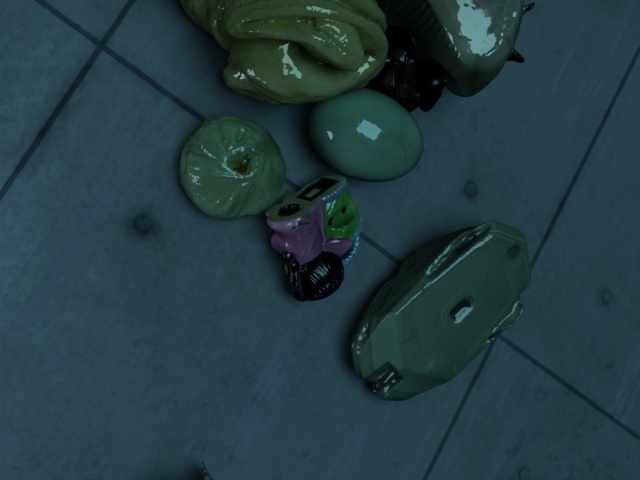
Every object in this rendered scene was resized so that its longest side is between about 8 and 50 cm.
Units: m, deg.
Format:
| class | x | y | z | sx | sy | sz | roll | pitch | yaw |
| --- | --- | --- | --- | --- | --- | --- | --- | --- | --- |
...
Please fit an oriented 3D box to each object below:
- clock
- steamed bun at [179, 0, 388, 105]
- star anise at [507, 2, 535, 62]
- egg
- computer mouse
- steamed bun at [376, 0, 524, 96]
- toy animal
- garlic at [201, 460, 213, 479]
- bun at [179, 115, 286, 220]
| class | x | y | z | sx | sy | sz | roll | pitch | yaw |
| --- | --- | --- | --- | --- | --- | --- | --- | --- | --- |
| clock | 0.000 | 0.000 | 1.726 | 0.194 | 0.100 | 0.195 | -35 | 123 | -32 |
| steamed bun | -0.071 | -0.374 | 1.572 | 0.372 | 0.324 | 0.230 | 54 | 34 | -19 |
| star anise | 0.298 | -0.431 | 1.884 | 0.272 | 0.102 | 0.272 | 0 | 82 | 2 |
| egg | 0.086 | -0.196 | 1.736 | 0.230 | 0.168 | 0.168 | 21 | 81 | -21 |
| computer mouse | 0.234 | 0.127 | 1.831 | 0.429 | 0.145 | 0.228 | -43 | 116 | -8 |
| steamed bun | 0.237 | -0.478 | 1.717 | 0.236 | 0.247 | 0.383 | -39 | 81 | -8 |
| toy animal | 0.157 | -0.318 | 1.775 | 0.116 | 0.218 | 0.179 | -65 | 155 | -5 |
| garlic | -0.254 | 0.463 | 1.601 | 0.256 | 0.207 | 0.207 | 36 | 71 | 14 |
| bun | -0.148 | -0.129 | 1.650 | 0.195 | 0.118 | 0.195 | 1 | 89 | -30 |
